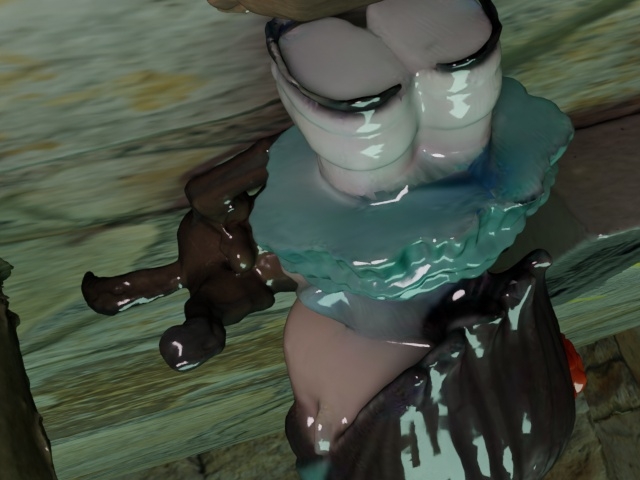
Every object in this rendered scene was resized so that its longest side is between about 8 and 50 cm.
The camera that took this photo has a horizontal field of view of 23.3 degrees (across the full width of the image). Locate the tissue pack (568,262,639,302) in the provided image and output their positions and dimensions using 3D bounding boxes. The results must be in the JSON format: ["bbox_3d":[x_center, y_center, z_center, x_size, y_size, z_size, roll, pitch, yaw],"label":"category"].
[{"bbox_3d":[0.229,0.007,1.269,0.095,0.062,0.176,-26,167,30],"label":"tissue pack"}]

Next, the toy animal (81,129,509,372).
[{"bbox_3d":[0.000,0.000,0.735,0.233,0.084,0.148,-21,172,-4],"label":"toy animal"}]

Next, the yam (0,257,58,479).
[{"bbox_3d":[-0.176,0.152,0.567,0.195,0.300,0.195,-16,165,-5],"label":"yam"}]

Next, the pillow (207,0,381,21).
[{"bbox_3d":[0.023,-0.099,0.357,0.135,0.034,0.211,-15,169,4],"label":"pillow"}]

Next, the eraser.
[{"bbox_3d":[0.147,-0.004,1.000,0.111,0.077,0.352,-16,171,-16],"label":"eraser"}]

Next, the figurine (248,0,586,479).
[{"bbox_3d":[0.045,0.015,0.584,0.138,0.110,0.245,-24,138,-14],"label":"figurine"}]
